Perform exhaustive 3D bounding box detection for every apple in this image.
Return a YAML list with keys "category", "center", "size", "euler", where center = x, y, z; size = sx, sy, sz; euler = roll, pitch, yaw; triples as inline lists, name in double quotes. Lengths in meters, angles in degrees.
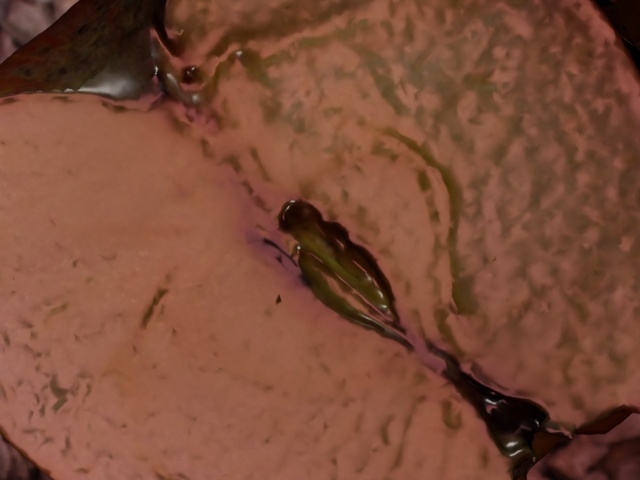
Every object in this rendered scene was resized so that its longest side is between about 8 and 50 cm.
- category: "apple"
  center: [0.000, 0.000, 0.673]
  size: [0.365, 0.295, 0.329]
  euler: [42, 140, -5]

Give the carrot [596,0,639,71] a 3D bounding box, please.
- category: "carrot"
  center: [0.225, -0.078, 0.700]
  size: [0.069, 0.069, 0.228]
  euler: [-40, 96, 23]
